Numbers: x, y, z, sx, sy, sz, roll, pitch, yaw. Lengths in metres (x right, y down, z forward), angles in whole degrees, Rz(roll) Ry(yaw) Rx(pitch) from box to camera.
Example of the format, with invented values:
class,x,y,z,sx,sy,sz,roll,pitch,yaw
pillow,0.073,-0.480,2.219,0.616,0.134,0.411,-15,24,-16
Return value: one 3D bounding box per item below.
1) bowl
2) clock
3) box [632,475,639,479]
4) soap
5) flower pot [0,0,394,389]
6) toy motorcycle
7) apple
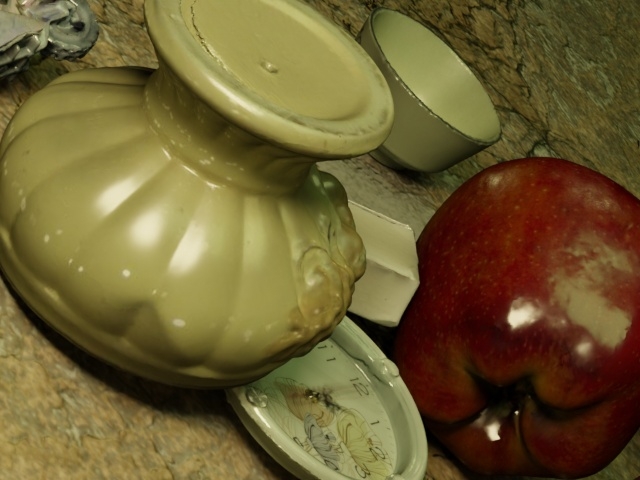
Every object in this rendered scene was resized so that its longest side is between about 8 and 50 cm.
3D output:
class,x,y,z,sx,sy,sz,roll,pitch,yaw
bowl,0.098,-0.158,1.980,0.211,0.112,0.211,37,28,-23
clock,-0.009,0.134,1.472,0.236,0.053,0.236,35,26,-21
box,0.388,0.347,1.662,0.193,0.167,0.294,28,32,-38
soap,0.000,0.000,1.599,0.183,0.063,0.121,24,23,-10
flower pot,-0.086,-0.057,1.345,0.307,0.244,0.307,24,33,-16
toy motorcycle,-0.312,-0.210,1.420,0.204,0.108,0.239,51,26,7
apple,0.213,0.073,1.646,0.288,0.288,0.317,42,38,-12
